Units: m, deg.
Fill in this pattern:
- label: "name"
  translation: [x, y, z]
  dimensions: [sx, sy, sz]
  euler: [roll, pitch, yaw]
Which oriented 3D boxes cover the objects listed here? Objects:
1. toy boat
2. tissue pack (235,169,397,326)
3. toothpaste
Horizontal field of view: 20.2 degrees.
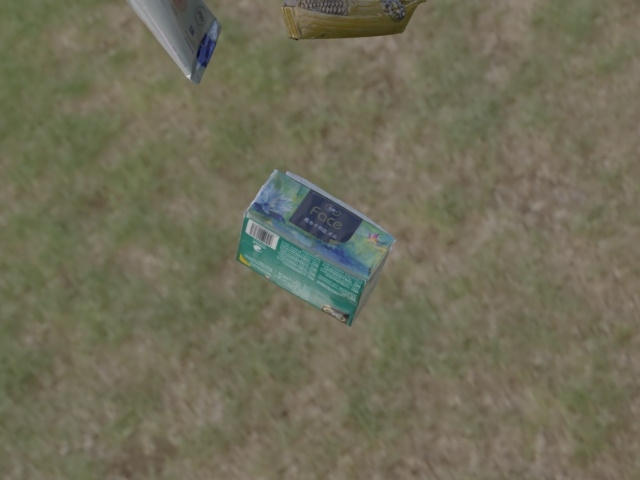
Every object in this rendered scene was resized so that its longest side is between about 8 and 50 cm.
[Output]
- label: "toy boat"
  translation: [0.031, -0.206, 1.600]
  dimensions: [0.149, 0.049, 0.047]
  euler: [-8, 15, -34]
- label: "tissue pack"
  translation: [0.000, -0.001, 1.439]
  dimensions: [0.111, 0.085, 0.079]
  euler: [30, 61, 8]
- label: "toothpaste"
  translation: [-0.194, -0.292, 1.715]
  dimensions: [0.066, 0.323, 0.100]
  euler: [-17, 37, 30]
